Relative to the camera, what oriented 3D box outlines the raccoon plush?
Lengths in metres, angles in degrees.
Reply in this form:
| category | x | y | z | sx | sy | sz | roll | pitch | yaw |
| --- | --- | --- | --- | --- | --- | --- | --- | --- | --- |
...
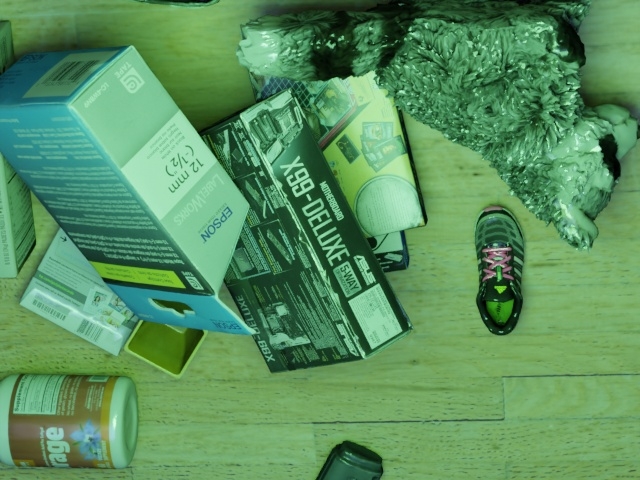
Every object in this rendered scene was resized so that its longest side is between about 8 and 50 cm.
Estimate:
| category | x | y | z | sx | sy | sz | roll | pitch | yaw |
| --- | --- | --- | --- | --- | --- | --- | --- | --- | --- |
| raccoon plush | 0.144 | -0.137 | 1.918 | 0.447 | 0.216 | 0.299 | 0 | 117 | 11 |

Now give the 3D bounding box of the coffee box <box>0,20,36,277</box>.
| category | x | y | z | sx | sy | sz | roll | pitch | yaw |
| --- | --- | --- | --- | --- | --- | --- | --- | --- | --- |
| coffee box | -0.452 | -0.107 | 2.024 | 0.168 | 0.119 | 0.297 | -1 | 112 | 4 |

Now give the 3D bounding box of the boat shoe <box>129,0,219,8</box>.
| category | x | y | z | sx | sy | sz | roll | pitch | yaw |
| --- | --- | --- | --- | --- | --- | --- | --- | --- | --- |
| boat shoe | -0.215 | -0.316 | 1.939 | 0.219 | 0.070 | 0.077 | 9 | 113 | 2 |

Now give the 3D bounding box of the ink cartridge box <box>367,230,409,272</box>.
| category | x | y | z | sx | sy | sz | roll | pitch | yaw |
| --- | --- | --- | --- | --- | --- | --- | --- | --- | --- |
| ink cartridge box | 0.000 | 0.000 | 2.065 | 0.207 | 0.046 | 0.097 | -8 | 110 | 9 |

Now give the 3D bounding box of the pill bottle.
| category | x | y | z | sx | sy | sz | roll | pitch | yaw |
| --- | --- | --- | --- | --- | --- | --- | --- | --- | --- |
| pill bottle | -0.351 | 0.233 | 2.158 | 0.216 | 0.121 | 0.121 | 0 | 113 | 6 |

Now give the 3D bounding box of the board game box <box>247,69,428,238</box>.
| category | x | y | z | sx | sy | sz | roll | pitch | yaw |
| --- | --- | --- | --- | --- | --- | --- | --- | --- | --- |
| board game box | 0.020 | -0.119 | 1.987 | 0.165 | 0.042 | 0.243 | -12 | 98 | 10 |

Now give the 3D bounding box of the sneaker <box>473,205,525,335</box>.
| category | x | y | z | sx | sy | sz | roll | pitch | yaw |
| --- | --- | --- | --- | --- | --- | --- | --- | --- | --- |
| sneaker | 0.220 | 0.043 | 2.045 | 0.063 | 0.075 | 0.170 | -2 | 112 | 6 |

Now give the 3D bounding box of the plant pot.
| category | x | y | z | sx | sy | sz | roll | pitch | yaw |
| --- | --- | --- | --- | --- | --- | --- | --- | --- | --- |
| plant pot | -0.188 | 0.109 | 2.109 | 0.081 | 0.083 | 0.081 | 29 | 112 | -7 |

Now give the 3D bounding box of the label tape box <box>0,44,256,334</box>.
| category | x | y | z | sx | sy | sz | roll | pitch | yaw |
| --- | --- | --- | --- | --- | --- | --- | --- | --- | --- |
| label tape box | -0.212 | -0.055 | 1.908 | 0.115 | 0.249 | 0.347 | -50 | 119 | -24 |

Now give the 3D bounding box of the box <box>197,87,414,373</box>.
| category | x | y | z | sx | sy | sz | roll | pitch | yaw |
| --- | --- | --- | --- | --- | --- | --- | --- | --- | --- |
| box | -0.046 | -0.001 | 1.922 | 0.077 | 0.242 | 0.307 | -30 | 96 | -28 |

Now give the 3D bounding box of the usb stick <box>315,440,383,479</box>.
| category | x | y | z | sx | sy | sz | roll | pitch | yaw |
| --- | --- | --- | --- | --- | --- | --- | --- | --- | --- |
| usb stick | -0.002 | 0.389 | 2.230 | 0.077 | 0.045 | 0.278 | 25 | 113 | -4 |

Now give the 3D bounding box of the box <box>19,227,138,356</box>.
| category | x | y | z | sx | sy | sz | roll | pitch | yaw |
| --- | --- | --- | --- | --- | --- | --- | --- | --- | --- |
| box | -0.276 | 0.036 | 2.112 | 0.145 | 0.038 | 0.186 | 28 | 114 | -7 |
